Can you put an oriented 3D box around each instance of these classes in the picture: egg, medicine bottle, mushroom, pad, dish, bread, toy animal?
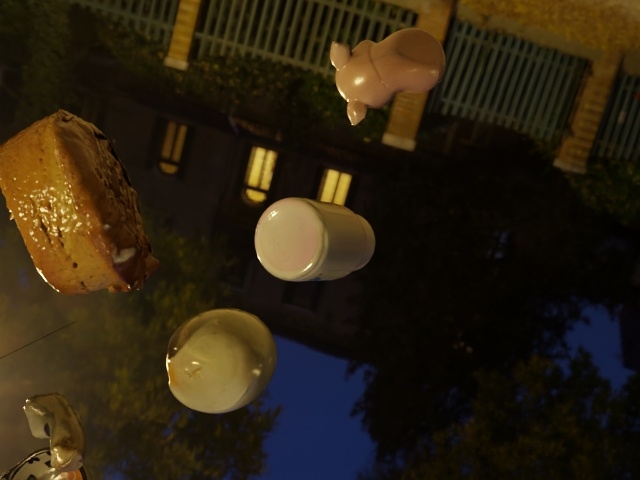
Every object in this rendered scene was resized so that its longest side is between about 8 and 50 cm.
[{"bbox_3d":[-0.260,0.320,2.231,0.283,0.283,0.345,20,-164,19],"label":"egg"},{"bbox_3d":[0.000,0.000,1.718,0.170,0.170,0.293,22,-171,25],"label":"medicine bottle"},{"bbox_3d":[-0.512,0.363,1.587,0.099,0.096,0.278,51,162,-28],"label":"mushroom"},{"bbox_3d":[-0.749,0.266,2.115,0.245,0.006,0.170,-26,-177,-19],"label":"pad"},{"bbox_3d":[-0.679,0.676,2.085,0.303,0.303,0.120,23,169,30],"label":"dish"},{"bbox_3d":[-0.455,-0.059,1.538,0.204,0.358,0.337,-22,-161,4],"label":"bread"},{"bbox_3d":[0.148,-0.360,1.730,0.250,0.166,0.154,-22,174,-14],"label":"toy animal"}]
